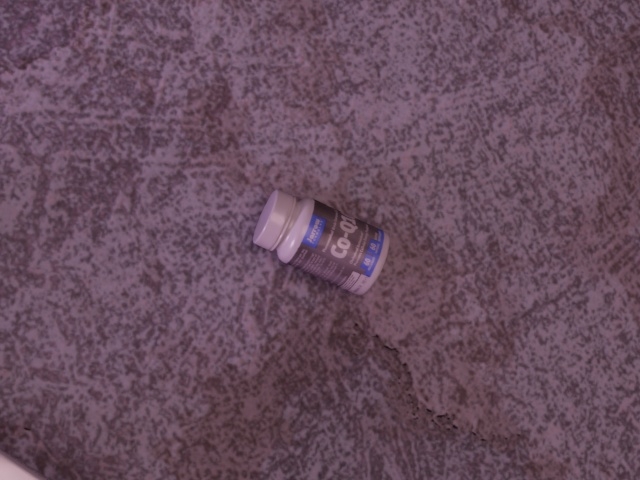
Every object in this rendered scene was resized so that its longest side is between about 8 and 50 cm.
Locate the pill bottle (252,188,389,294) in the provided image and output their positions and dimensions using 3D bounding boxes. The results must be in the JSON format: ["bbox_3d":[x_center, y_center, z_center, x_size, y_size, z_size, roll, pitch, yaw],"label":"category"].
[{"bbox_3d":[0.000,0.000,1.420,0.137,0.078,0.078,24,77,-12],"label":"pill bottle"}]

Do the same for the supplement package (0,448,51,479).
[{"bbox_3d":[-0.290,0.300,1.228,0.194,0.203,0.149,36,74,-10],"label":"supplement package"}]
